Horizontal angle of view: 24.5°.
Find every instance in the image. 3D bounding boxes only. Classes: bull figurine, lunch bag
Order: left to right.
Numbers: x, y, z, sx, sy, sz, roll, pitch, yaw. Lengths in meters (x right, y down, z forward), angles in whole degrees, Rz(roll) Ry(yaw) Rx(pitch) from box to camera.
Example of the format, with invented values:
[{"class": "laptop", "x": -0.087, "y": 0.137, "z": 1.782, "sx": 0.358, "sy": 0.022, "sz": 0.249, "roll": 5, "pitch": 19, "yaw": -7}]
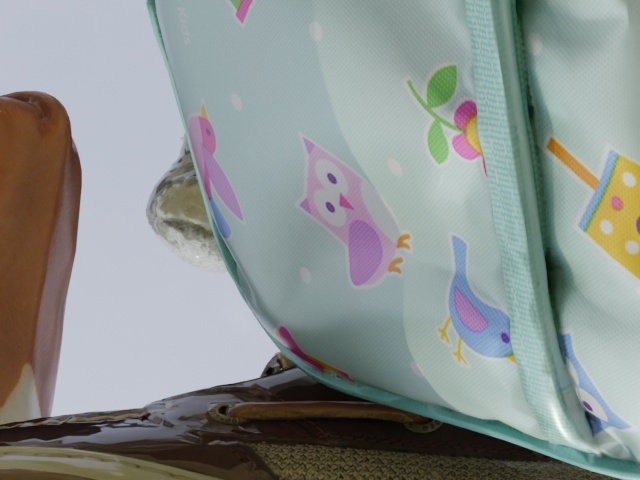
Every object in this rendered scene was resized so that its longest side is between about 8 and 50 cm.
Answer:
[{"class": "bull figurine", "x": -0.188, "y": 0.074, "z": 0.681, "sx": 0.101, "sy": 0.188, "sz": 0.310, "roll": 40, "pitch": -132, "yaw": -42}, {"class": "lunch bag", "x": 0.042, "y": -0.084, "z": 0.389, "sx": 0.107, "sy": 0.224, "sz": 0.279, "roll": -25, "pitch": -67, "yaw": -30}]

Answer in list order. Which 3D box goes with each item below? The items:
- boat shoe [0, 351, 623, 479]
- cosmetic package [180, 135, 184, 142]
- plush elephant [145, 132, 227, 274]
[{"class": "boat shoe", "x": -0.003, "y": 0.101, "z": 0.485, "sx": 0.341, "sy": 0.123, "sz": 0.123, "roll": -2, "pitch": -158, "yaw": 9}, {"class": "cosmetic package", "x": 0.000, "y": 0.000, "z": 1.507, "sx": 0.113, "sy": 0.160, "sz": 0.310, "roll": -32, "pitch": -76, "yaw": -37}, {"class": "plush elephant", "x": 0.076, "y": -0.110, "z": 0.957, "sx": 0.272, "sy": 0.255, "sz": 0.330, "roll": 37, "pitch": -133, "yaw": -43}]
